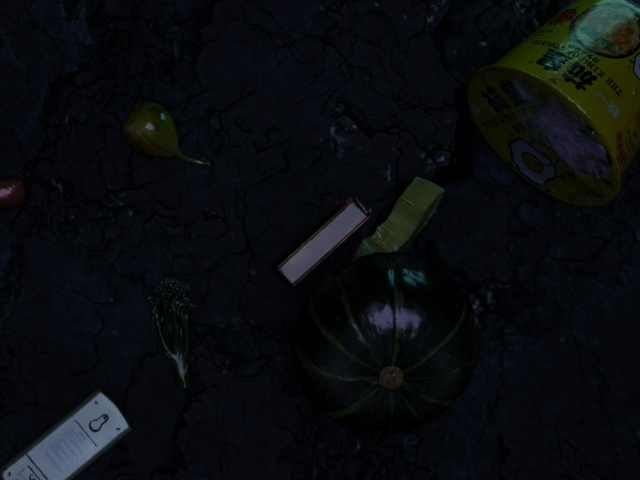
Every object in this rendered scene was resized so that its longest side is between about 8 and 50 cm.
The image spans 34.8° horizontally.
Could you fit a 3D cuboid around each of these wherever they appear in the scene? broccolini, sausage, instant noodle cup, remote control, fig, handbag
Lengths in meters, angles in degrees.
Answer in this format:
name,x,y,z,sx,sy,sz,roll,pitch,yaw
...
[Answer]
name,x,y,z,sx,sy,sz,roll,pitch,yaw
broccolini,-0.258,0.161,1.814,0.091,0.068,0.203,-3,104,6
sausage,-0.560,-0.081,1.774,0.094,0.059,0.054,-12,111,-9
instant noodle cup,0.457,-0.257,1.787,0.325,0.325,0.254,46,74,-3
remote control,-0.444,0.364,1.782,0.233,0.038,0.098,-40,93,-7
fig,-0.272,-0.172,1.797,0.166,0.093,0.093,42,84,-4
handbag,0.000,0.000,1.802,0.190,0.127,0.063,-42,94,-6

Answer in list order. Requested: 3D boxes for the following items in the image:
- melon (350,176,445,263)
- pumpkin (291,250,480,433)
name,x,y,z,sx,sy,sz,roll,pitch,yaw
melon,0.131,-0.015,1.826,0.064,0.118,0.209,39,72,10
pumpkin,0.110,0.173,1.724,0.323,0.241,0.323,-1,123,-2
